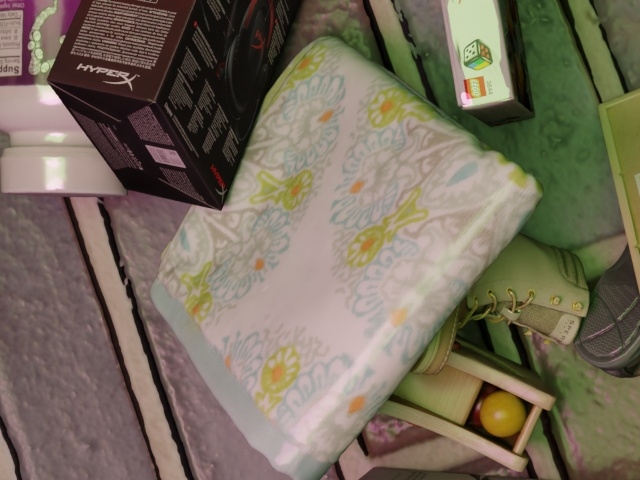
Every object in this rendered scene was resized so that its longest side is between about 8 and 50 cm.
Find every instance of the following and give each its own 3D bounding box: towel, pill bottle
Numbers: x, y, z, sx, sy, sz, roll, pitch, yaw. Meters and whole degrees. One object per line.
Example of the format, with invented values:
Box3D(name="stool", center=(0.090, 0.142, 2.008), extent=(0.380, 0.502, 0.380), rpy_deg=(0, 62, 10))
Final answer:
Box3D(name="towel", center=(0.000, 0.000, 1.358), extent=(0.320, 0.090, 0.374), rpy_deg=(-54, 35, 7))
Box3D(name="pill bottle", center=(-0.249, -0.194, 1.481), extent=(0.169, 0.169, 0.302), rpy_deg=(0, 90, 13))

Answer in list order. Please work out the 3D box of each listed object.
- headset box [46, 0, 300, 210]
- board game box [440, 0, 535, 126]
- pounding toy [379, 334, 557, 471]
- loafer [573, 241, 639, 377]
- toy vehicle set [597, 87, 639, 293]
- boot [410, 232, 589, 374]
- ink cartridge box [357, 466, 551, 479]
Box3D(name="headset box", center=(-0.116, -0.209, 1.389), extent=(0.110, 0.218, 0.293), rpy_deg=(13, 70, 18))
Box3D(name="board game box", center=(0.140, -0.264, 1.381), extent=(0.053, 0.193, 0.305), rpy_deg=(-9, 88, 13))
Box3D(name="pounding toy", center=(0.097, 0.090, 1.406), extent=(0.269, 0.154, 0.155), rpy_deg=(25, 98, 11))
Box3D(name="loafer", center=(0.338, 0.012, 1.404), extent=(0.267, 0.084, 0.096), rpy_deg=(-53, 48, 4))
Box3D(name="toy vehicle set", center=(0.347, -0.045, 1.325), extent=(0.166, 0.035, 0.267), rpy_deg=(-20, 48, 20))
Box3D(name="boot", center=(0.160, 0.059, 1.363), extent=(0.165, 0.213, 0.077), rpy_deg=(28, 134, -12))
Box3D(name="ink cartridge box", center=(0.162, 0.325, 1.412), extent=(0.272, 0.114, 0.197), rpy_deg=(3, 91, 12))
